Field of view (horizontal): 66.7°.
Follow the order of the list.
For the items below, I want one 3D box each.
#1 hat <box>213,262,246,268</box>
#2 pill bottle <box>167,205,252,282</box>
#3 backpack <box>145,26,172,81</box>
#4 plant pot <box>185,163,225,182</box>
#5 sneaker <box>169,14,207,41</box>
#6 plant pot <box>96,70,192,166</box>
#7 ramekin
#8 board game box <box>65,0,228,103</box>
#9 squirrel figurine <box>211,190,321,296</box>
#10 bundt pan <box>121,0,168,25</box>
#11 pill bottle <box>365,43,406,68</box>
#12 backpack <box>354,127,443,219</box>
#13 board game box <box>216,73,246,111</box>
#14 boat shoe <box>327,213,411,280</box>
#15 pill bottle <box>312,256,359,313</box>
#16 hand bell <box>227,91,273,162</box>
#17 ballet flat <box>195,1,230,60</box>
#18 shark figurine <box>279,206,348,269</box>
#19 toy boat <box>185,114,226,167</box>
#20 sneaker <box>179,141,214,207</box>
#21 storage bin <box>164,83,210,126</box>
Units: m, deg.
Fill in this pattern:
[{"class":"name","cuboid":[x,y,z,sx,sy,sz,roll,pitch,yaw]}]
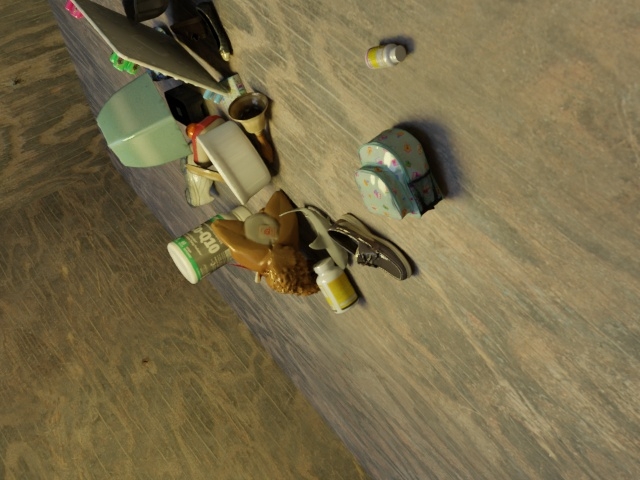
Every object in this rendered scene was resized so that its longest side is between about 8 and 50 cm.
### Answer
[{"class":"hat","cuboid":[-0.308,0.102,2.092,0.173,0.184,0.208,-84,-30,-53]},{"class":"pill bottle","cuboid":[-0.451,0.009,2.100,0.204,0.361,0.204,41,152,28]},{"class":"backpack","cuboid":[-0.600,-0.690,1.800,0.158,0.117,0.173,27,142,47]},{"class":"plant pot","cuboid":[-0.411,-0.254,1.899,0.236,0.236,0.032,23,100,50]},{"class":"sneaker","cuboid":[-0.426,-0.672,1.567,0.188,0.066,0.071,21,140,52]},{"class":"plant pot","cuboid":[-0.671,-0.418,1.820,0.247,0.252,0.247,58,171,20]},{"class":"ramekin","cuboid":[-0.288,-0.271,1.659,0.277,0.135,0.277,54,173,10]},{"class":"board game box","cuboid":[-0.531,-0.585,1.504,0.390,0.390,0.050,48,114,26]},{"class":"squirrel figurine","cuboid":[-0.173,0.074,1.807,0.397,0.281,0.370,50,161,18]},{"class":"bundt pan","cuboid":[-0.540,-0.825,1.455,0.331,0.124,0.330,45,144,46]},{"class":"pill bottle","cuboid":[0.130,-0.367,0.969,0.083,0.043,0.043,18,136,52]},{"class":"backpack","cuboid":[0.160,-0.145,1.077,0.166,0.144,0.188,24,138,58]},{"class":"board game box","cuboid":[-0.291,-0.483,1.604,0.154,0.026,0.103,14,132,56]},{"class":"boat shoe","cuboid":[0.134,0.031,1.396,0.285,0.092,0.102,41,152,28]},{"class":"pill bottle","cuboid":[0.050,0.153,1.687,0.184,0.103,0.103,61,155,-11]},{"class":"hand bell","cuboid":[-0.195,-0.337,1.552,0.126,0.126,0.242,39,163,31]},{"class":"ballet flat","cuboid":[-0.319,-0.621,1.456,0.057,0.049,0.173,15,134,56]},{"class":"shark figurine","cuboid":[-0.011,-0.025,1.572,0.278,0.116,0.166,49,153,10]},{"class":"toy boat","cuboid":[-0.443,-0.385,1.831,0.151,0.151,0.231,37,151,11]},{"class":"sneaker","cuboid":[-0.567,-0.302,2.237,0.111,0.129,0.297,19,119,55]},{"class":"storage bin","cuboid":[-0.521,-0.523,1.904,0.180,0.084,0.122,35,148,39]}]
